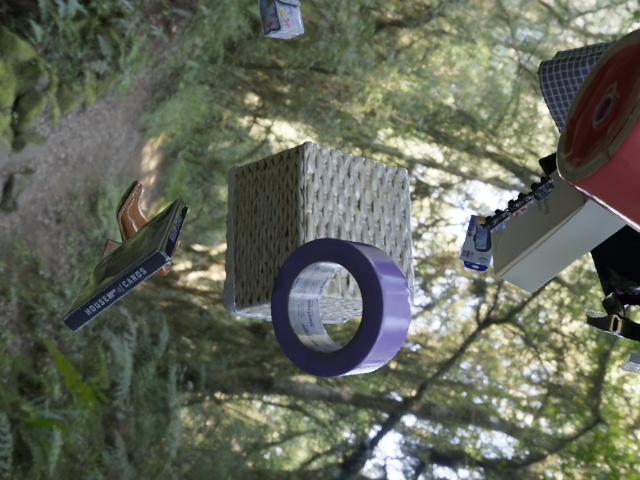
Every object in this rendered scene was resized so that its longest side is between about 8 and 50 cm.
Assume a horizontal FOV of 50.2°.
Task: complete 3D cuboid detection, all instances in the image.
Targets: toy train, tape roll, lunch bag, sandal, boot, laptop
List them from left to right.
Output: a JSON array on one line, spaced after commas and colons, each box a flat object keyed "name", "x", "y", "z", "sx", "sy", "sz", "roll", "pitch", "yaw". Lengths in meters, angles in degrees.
[{"name": "boot", "x": -0.383, "y": -0.023, "z": 1.514, "sx": 0.197, "sy": 0.152, "sz": 0.073, "roll": -67, "pitch": -157, "yaw": 9}, {"name": "lunch bag", "x": -0.070, "y": -0.403, "z": 1.202, "sx": 0.053, "sy": 0.083, "sz": 0.071, "roll": -10, "pitch": -179, "yaw": 37}, {"name": "tape roll", "x": 0.026, "y": 0.093, "z": 0.953, "sx": 0.080, "sy": 0.189, "sz": 0.189, "roll": 10, "pitch": 113, "yaw": -54}, {"name": "toy train", "x": 0.379, "y": -0.066, "z": 1.305, "sx": 0.158, "sy": 0.036, "sz": 0.027, "roll": -36, "pitch": -143, "yaw": 5}, {"name": "sandal", "x": 0.753, "y": 0.182, "z": 1.622, "sx": 0.446, "sy": 0.167, "sz": 0.107, "roll": 11, "pitch": 93, "yaw": -83}, {"name": "laptop", "x": 0.865, "y": -0.091, "z": 1.852, "sx": 0.381, "sy": 0.236, "sz": 0.408, "roll": -23, "pitch": -130, "yaw": 5}]

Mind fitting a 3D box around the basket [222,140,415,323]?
[{"name": "basket", "x": 0.000, "y": 0.000, "z": 1.444, "sx": 0.266, "sy": 0.328, "sz": 0.332, "roll": -14, "pitch": -108, "yaw": 49}]

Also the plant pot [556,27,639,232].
[{"name": "plant pot", "x": 0.439, "y": -0.114, "z": 0.812, "sx": 0.275, "sy": 0.243, "sz": 0.275, "roll": -159, "pitch": -90, "yaw": -84}]

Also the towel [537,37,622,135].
[{"name": "towel", "x": 0.638, "y": -0.297, "z": 1.538, "sx": 0.121, "sy": 0.284, "sz": 0.235, "roll": -36, "pitch": -159, "yaw": -25}]

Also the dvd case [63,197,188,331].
[{"name": "dvd case", "x": -0.291, "y": 0.029, "z": 1.052, "sx": 0.179, "sy": 0.030, "sz": 0.239, "roll": -36, "pitch": -160, "yaw": 9}]

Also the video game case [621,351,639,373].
[{"name": "video game case", "x": 0.676, "y": 0.248, "z": 1.305, "sx": 0.190, "sy": 0.173, "sz": 0.022, "roll": 38, "pitch": 62, "yaw": -66}]

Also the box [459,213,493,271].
[{"name": "box", "x": 0.404, "y": 0.008, "z": 1.727, "sx": 0.028, "sy": 0.081, "sz": 0.136, "roll": 22, "pitch": 83, "yaw": -63}]

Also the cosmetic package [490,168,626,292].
[{"name": "cosmetic package", "x": 0.505, "y": -0.043, "z": 1.444, "sx": 0.309, "sy": 0.113, "sz": 0.160, "roll": -50, "pitch": -158, "yaw": 41}]
